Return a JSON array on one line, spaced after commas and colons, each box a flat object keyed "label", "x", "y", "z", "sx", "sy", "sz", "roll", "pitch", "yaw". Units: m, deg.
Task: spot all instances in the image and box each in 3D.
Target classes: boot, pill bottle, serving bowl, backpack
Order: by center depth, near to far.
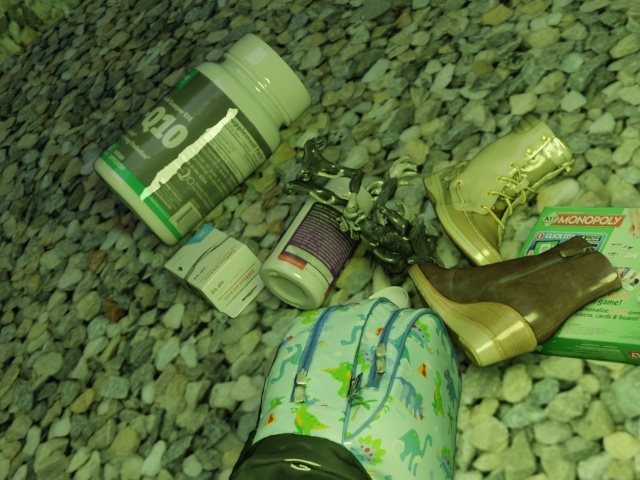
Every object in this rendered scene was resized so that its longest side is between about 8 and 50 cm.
[{"label": "backpack", "x": 0.043, "y": 0.228, "z": 1.639, "sx": 0.273, "sy": 0.290, "sz": 0.356, "roll": -22, "pitch": 29, "yaw": 10}, {"label": "boot", "x": 0.239, "y": 0.056, "z": 1.741, "sx": 0.206, "sy": 0.090, "sz": 0.248, "roll": -30, "pitch": 30, "yaw": -7}, {"label": "boot", "x": 0.262, "y": -0.066, "z": 1.915, "sx": 0.203, "sy": 0.095, "sz": 0.262, "roll": -33, "pitch": 27, "yaw": 9}, {"label": "serving bowl", "x": 0.093, "y": 0.105, "z": 1.934, "sx": 0.083, "sy": 0.027, "sz": 0.083, "roll": -26, "pitch": 35, "yaw": 19}, {"label": "pill bottle", "x": 0.000, "y": 0.000, "z": 2.079, "sx": 0.108, "sy": 0.108, "sz": 0.193, "roll": 4, "pitch": 52, "yaw": 47}, {"label": "pill bottle", "x": -0.201, "y": -0.179, "z": 2.409, "sx": 0.361, "sy": 0.204, "sz": 0.204, "roll": -44, "pitch": 33, "yaw": -7}]

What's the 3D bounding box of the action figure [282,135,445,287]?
[{"label": "action figure", "x": 0.087, "y": -0.043, "z": 1.963, "sx": 0.275, "sy": 0.164, "sz": 0.141, "roll": 37, "pitch": 56, "yaw": 16}]

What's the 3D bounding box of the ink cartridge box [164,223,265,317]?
[{"label": "ink cartridge box", "x": -0.163, "y": 0.047, "z": 2.228, "sx": 0.104, "sy": 0.060, "sz": 0.180, "roll": -47, "pitch": 33, "yaw": -12}]

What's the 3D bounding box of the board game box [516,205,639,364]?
[{"label": "board game box", "x": 0.370, "y": 0.051, "z": 1.708, "sx": 0.317, "sy": 0.046, "sz": 0.213, "roll": 3, "pitch": 50, "yaw": 47}]
